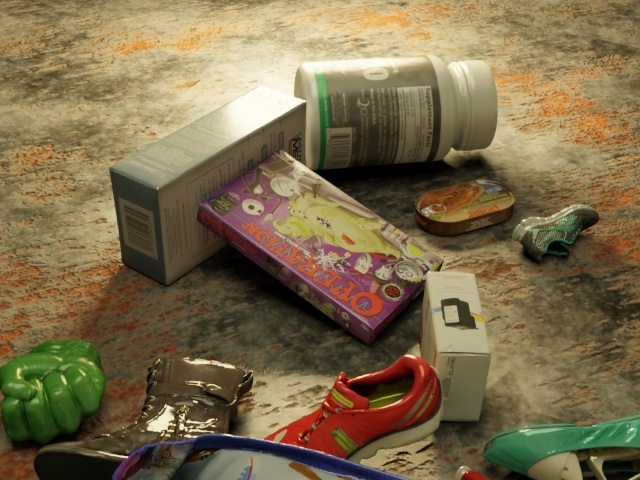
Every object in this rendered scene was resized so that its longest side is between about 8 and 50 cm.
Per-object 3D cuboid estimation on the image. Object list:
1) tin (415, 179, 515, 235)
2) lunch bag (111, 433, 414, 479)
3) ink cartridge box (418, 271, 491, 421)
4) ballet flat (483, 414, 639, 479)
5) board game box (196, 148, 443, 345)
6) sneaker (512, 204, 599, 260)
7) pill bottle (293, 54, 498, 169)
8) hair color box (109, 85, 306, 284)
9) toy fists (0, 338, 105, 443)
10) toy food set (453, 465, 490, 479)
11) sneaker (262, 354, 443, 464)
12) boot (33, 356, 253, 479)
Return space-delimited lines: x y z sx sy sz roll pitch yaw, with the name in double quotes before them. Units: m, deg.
"tin" 0.258 -0.058 1.719 0.189 0.040 0.106 -14 33 -21
"lunch bag" -0.006 0.365 0.848 0.385 0.328 0.239 18 40 20
"ink cartridge box" 0.183 0.146 1.339 0.072 0.128 0.175 2 36 -2
"ballet flat" 0.332 0.272 1.207 0.247 0.083 0.087 -6 49 -7
"board game box" 0.000 0.000 1.536 0.346 0.056 0.208 35 51 17
"sneaker" 0.410 -0.007 1.641 0.166 0.065 0.076 -17 55 -19
"pill bottle" 0.139 -0.247 1.841 0.360 0.204 0.204 -5 35 -9
"hair color box" -0.176 -0.104 1.641 0.113 0.185 0.374 23 40 29
"toy fists" -0.426 0.200 1.276 0.279 0.096 0.142 -1 36 -5
"toy food set" 0.162 0.317 1.048 0.232 0.111 0.104 0 24 -47
"sneaker" 0.021 0.222 1.213 0.279 0.118 0.107 -26 41 -10
"boot" -0.219 0.235 1.250 0.262 0.091 0.229 5 31 -7
